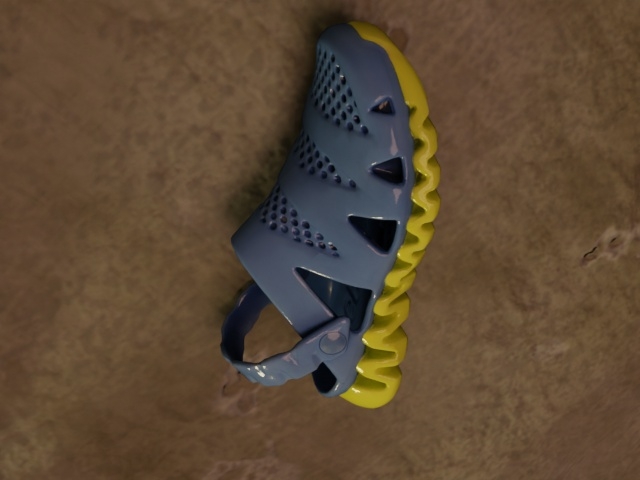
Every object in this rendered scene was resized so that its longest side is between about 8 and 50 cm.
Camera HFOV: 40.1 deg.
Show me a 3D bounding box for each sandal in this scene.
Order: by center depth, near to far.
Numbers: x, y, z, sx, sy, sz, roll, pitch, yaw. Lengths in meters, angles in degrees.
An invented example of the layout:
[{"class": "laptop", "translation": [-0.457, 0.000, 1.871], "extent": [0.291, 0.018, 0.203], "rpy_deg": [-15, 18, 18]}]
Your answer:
[{"class": "sandal", "translation": [0.000, 0.000, 0.638], "extent": [0.138, 0.126, 0.317], "rpy_deg": [-4, 119, -16]}]
